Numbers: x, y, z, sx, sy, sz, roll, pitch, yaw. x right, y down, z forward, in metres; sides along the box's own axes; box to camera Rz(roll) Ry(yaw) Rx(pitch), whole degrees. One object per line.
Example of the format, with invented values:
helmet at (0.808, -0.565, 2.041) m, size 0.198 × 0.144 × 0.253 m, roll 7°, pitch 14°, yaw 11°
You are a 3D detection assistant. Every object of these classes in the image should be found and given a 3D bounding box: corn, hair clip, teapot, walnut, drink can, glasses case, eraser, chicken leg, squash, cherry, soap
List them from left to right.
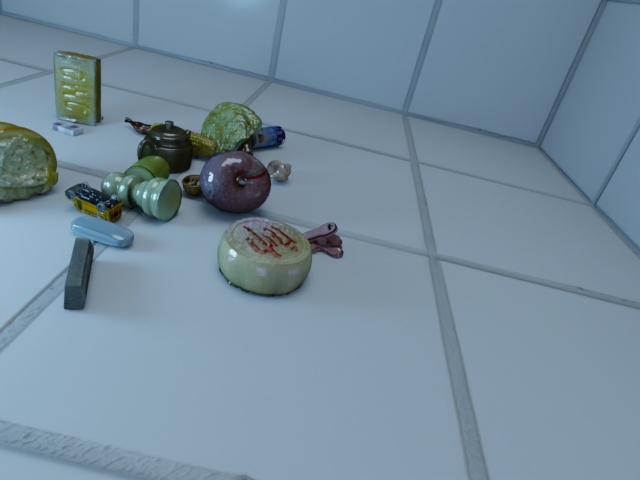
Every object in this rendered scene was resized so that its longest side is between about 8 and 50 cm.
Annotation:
eraser at (-1.019, -0.453, 1.907) m, size 0.105 × 0.026 × 0.065 m, roll 19°, pitch 33°, yaw 8°
soap at (-1.005, -0.631, 1.965) m, size 0.173 × 0.275 × 0.089 m, roll 9°, pitch 29°, yaw -9°
glasses case at (-0.583, 0.076, 1.146) m, size 0.047 × 0.071 × 0.205 m, roll 5°, pitch 30°, yaw -22°
glasses case at (-0.613, -0.026, 1.332) m, size 0.178 × 0.045 × 0.067 m, roll 17°, pitch 29°, yaw 7°
chicken leg at (-0.754, -0.486, 2.055) m, size 0.218 × 0.048 × 0.090 m, roll 12°, pitch 26°, yaw -3°
squash at (-0.583, -0.234, 1.630) m, size 0.122 × 0.123 × 0.187 m, roll 15°, pitch 30°, yaw 1°
teapot at (-0.589, -0.366, 1.798) m, size 0.185 × 0.176 × 0.267 m, roll 23°, pitch 31°, yaw 19°
corn at (-0.570, -0.412, 1.956) m, size 0.291 × 0.101 × 0.101 m, roll 18°, pitch 30°, yaw 6°
walnut at (-0.445, -0.193, 1.684) m, size 0.091 × 0.052 × 0.121 m, roll 16°, pitch 28°, yaw 7°
cherry at (-0.289, -0.195, 1.599) m, size 0.236 × 0.213 × 0.285 m, roll 30°, pitch -6°, yaw -33°
drink can at (-0.278, -0.478, 2.201) m, size 0.097 × 0.097 × 0.235 m, roll 35°, pitch 36°, yaw 32°
hair clip at (0.003, 0.009, 1.556) m, size 0.138 × 0.102 × 0.123 m, roll -22°, pitch 31°, yaw 3°

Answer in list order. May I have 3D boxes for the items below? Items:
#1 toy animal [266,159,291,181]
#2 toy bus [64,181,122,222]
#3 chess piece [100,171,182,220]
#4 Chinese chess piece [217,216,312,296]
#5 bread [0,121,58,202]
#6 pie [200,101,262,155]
toy animal at (-0.175, -0.287, 1.936) m, size 0.089 × 0.084 × 0.150 m, roll 20°, pitch 5°, yaw -35°
toy bus at (-0.681, -0.113, 1.423) m, size 0.162 × 0.074 × 0.070 m, roll 22°, pitch 38°, yaw 10°
chess piece at (-0.577, -0.152, 1.497) m, size 0.242 × 0.133 × 0.133 m, roll 15°, pitch 29°, yaw 14°
Chinese chess piece at (-0.157, 0.043, 1.349) m, size 0.269 × 0.112 × 0.270 m, roll 12°, pitch 30°, yaw -7°
bread at (-0.971, -0.248, 1.394) m, size 0.270 × 0.212 × 0.315 m, roll 28°, pitch 29°, yaw 24°
pie at (-0.390, -0.473, 2.035) m, size 0.256 × 0.105 × 0.275 m, roll 10°, pitch 69°, yaw 8°
